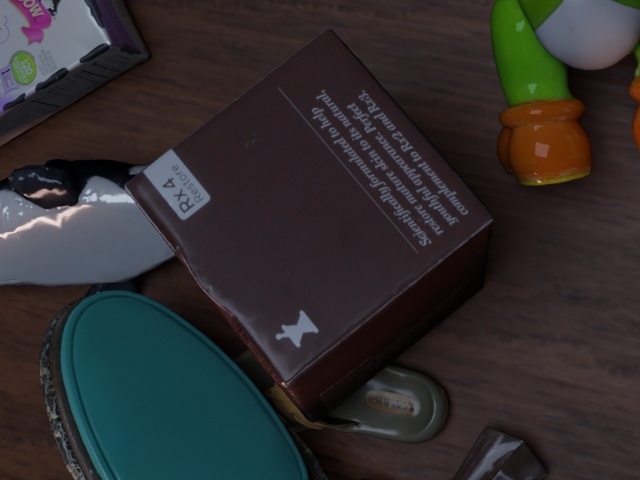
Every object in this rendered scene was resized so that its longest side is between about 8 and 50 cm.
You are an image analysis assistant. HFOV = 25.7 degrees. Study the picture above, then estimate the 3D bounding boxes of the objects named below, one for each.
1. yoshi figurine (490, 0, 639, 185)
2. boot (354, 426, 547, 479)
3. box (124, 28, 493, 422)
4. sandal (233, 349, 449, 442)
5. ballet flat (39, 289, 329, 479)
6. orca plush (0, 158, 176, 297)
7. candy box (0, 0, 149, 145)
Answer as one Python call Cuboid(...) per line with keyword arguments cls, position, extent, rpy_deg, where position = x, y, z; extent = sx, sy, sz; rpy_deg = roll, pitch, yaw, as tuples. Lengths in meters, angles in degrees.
Cuboid(cls="yoshi figurine", position=(0.170, -0.232, 0.956), extent=(0.203, 0.203, 0.362), rpy_deg=(3, 108, 59))
Cuboid(cls="boot", position=(0.094, 0.171, 1.018), extent=(0.106, 0.037, 0.114), rpy_deg=(37, 104, 3))
Cuboid(cls="box", position=(0.000, 0.000, 0.946), extent=(0.167, 0.203, 0.168), rpy_deg=(-38, 77, -5))
Cuboid(cls="sandal", position=(0.004, 0.115, 1.044), extent=(0.180, 0.049, 0.072), rpy_deg=(7, 91, 19))
Cuboid(cls="ballet flat", position=(-0.032, 0.246, 1.000), extent=(0.483, 0.164, 0.182), rpy_deg=(41, 143, 14))
Cuboid(cls="orca plush", position=(-0.218, -0.013, 1.124), extent=(0.287, 0.102, 0.151), rpy_deg=(-26, 126, 27))
Cuboid(cls="candy box", position=(-0.260, -0.176, 1.129), extent=(0.196, 0.070, 0.165), rpy_deg=(-28, 80, 17))
